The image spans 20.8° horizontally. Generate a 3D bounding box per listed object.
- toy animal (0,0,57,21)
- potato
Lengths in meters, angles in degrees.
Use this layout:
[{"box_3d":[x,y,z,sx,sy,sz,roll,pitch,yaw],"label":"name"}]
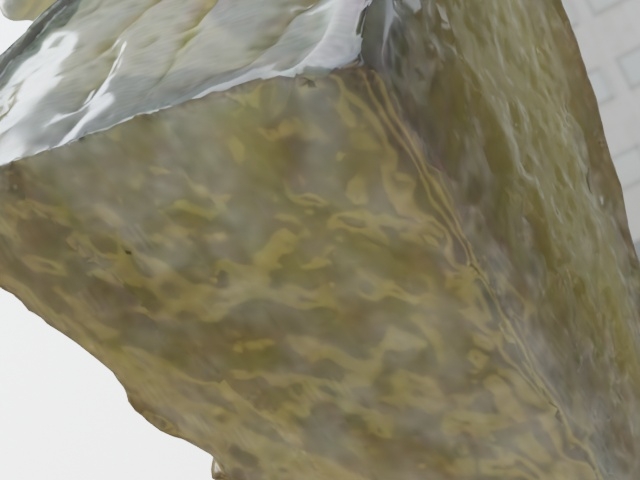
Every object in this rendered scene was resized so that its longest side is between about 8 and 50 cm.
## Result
[{"box_3d":[-0.194,-0.211,0.758,0.310,0.183,0.247,-1,-65,-40],"label":"toy animal"},{"box_3d":[0.011,-0.011,0.716,0.211,0.264,0.189,-20,26,29],"label":"potato"}]
